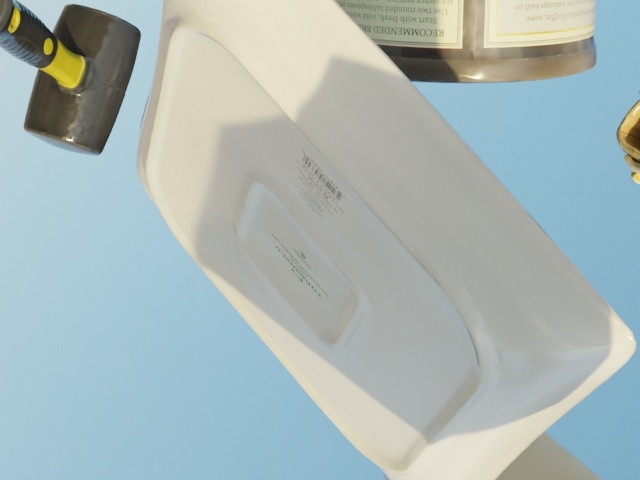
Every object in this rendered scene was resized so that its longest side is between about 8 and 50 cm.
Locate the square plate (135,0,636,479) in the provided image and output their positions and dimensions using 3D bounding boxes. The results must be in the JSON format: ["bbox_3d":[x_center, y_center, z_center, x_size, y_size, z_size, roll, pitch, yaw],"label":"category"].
[{"bbox_3d":[0.000,0.000,0.931,0.049,0.347,0.344,-37,168,-23],"label":"square plate"}]

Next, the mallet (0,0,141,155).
[{"bbox_3d":[-0.108,-0.063,0.603,0.190,0.039,0.062,-47,155,-84],"label":"mallet"}]

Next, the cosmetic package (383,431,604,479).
[{"bbox_3d":[0.144,0.233,1.216,0.113,0.160,0.309,-18,-168,-8],"label":"cosmetic package"}]

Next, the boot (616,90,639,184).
[{"bbox_3d":[0.270,-0.037,1.068,0.262,0.203,0.095,-16,-123,56],"label":"boot"}]

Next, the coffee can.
[{"bbox_3d":[0.091,-0.256,1.048,0.201,0.201,0.275,-135,-136,-69],"label":"coffee can"}]
